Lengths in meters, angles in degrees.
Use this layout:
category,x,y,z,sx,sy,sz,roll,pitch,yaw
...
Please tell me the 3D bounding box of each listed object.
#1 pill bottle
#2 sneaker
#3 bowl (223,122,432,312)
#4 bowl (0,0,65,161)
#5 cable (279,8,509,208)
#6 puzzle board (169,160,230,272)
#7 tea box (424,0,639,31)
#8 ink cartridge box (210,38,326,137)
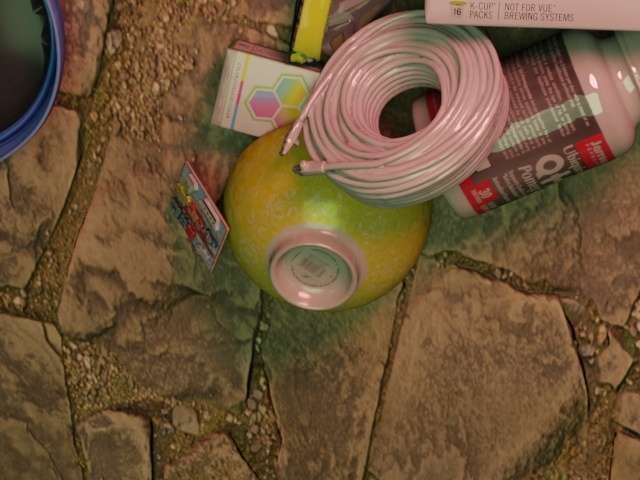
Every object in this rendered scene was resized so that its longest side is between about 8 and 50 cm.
category,x,y,z,sx,sy,sz,roll,pitch,yaw
pill bottle,0.291,-0.164,1.707,0.318,0.176,0.176,-23,108,15
sneaker,0.045,-0.359,1.707,0.121,0.111,0.300,11,119,-9
bowl,0.000,0.000,1.783,0.289,0.156,0.289,5,128,6
bowl,-0.530,-0.279,1.812,0.391,0.077,0.391,3,113,6
cable,0.105,-0.160,1.638,0.257,0.257,0.089,14,160,32
puzzle board,-0.169,-0.032,1.844,0.128,0.011,0.096,56,144,26
tea box,0.291,-0.427,1.575,0.329,0.220,0.324,3,113,5
ink cartridge box,-0.033,-0.187,1.798,0.209,0.062,0.109,15,113,0
